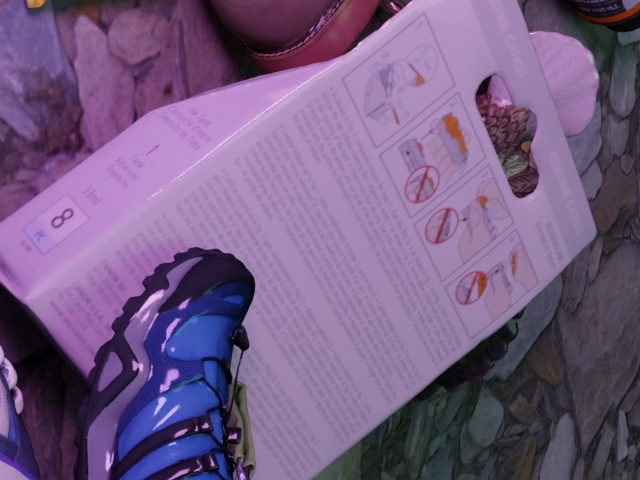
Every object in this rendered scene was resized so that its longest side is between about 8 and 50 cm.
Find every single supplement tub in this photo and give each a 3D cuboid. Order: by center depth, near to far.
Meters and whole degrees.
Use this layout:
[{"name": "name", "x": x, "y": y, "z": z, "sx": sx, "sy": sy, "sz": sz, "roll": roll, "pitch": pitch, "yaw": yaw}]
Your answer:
[{"name": "supplement tub", "x": 0.293, "y": -0.294, "z": 1.437, "sx": 0.198, "sy": 0.106, "sz": 0.106, "roll": 36, "pitch": 70, "yaw": -52}]

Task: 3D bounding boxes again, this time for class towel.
[{"name": "towel", "x": -0.083, "y": 0.179, "z": 0.908, "sx": 0.023, "sy": 0.113, "sz": 0.152, "roll": 20, "pitch": 107, "yaw": -15}]

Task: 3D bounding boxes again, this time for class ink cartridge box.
[{"name": "ink cartridge box", "x": 0.000, "y": 0.000, "z": 0.982, "sx": 0.385, "sy": 0.091, "sz": 0.308, "roll": -39, "pitch": 133, "yaw": -10}]

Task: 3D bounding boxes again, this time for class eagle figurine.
[{"name": "eagle figurine", "x": 0.085, "y": -0.041, "z": 1.142, "sx": 0.225, "sy": 0.226, "sz": 0.298, "roll": 86, "pitch": 27, "yaw": -55}]

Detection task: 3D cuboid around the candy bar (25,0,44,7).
[{"name": "candy bar", "x": -0.138, "y": -0.186, "z": 0.928, "sx": 0.161, "sy": 0.018, "sz": 0.040, "roll": -24, "pitch": 121, "yaw": -51}]

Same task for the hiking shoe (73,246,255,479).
[{"name": "hiking shoe", "x": -0.080, "y": 0.149, "z": 0.802, "sx": 0.113, "sy": 0.132, "sz": 0.304, "roll": 69, "pitch": 36, "yaw": -61}]

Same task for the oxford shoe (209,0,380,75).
[{"name": "oxford shoe", "x": 0.021, "y": -0.294, "z": 1.040, "sx": 0.130, "sy": 0.123, "sz": 0.348, "roll": 44, "pitch": 61, "yaw": -44}]

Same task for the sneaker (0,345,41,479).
[{"name": "sneaker", "x": -0.222, "y": 0.027, "z": 0.773, "sx": 0.323, "sy": 0.130, "sz": 0.236, "roll": 62, "pitch": 33, "yaw": -62}]
